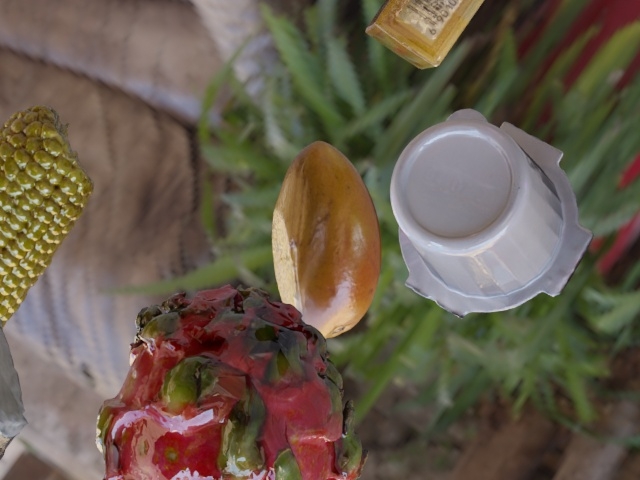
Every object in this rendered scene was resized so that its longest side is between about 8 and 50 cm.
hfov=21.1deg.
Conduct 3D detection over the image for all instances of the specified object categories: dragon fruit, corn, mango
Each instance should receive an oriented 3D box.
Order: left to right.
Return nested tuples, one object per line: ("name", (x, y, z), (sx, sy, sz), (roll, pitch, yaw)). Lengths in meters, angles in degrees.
("corn", (-0.362, 0.041, 1.718), (0.144, 0.387, 0.144), (41, -174, -5))
("dragon fruit", (-0.087, 0.194, 1.652), (0.231, 0.237, 0.303), (-7, 102, 28))
("mango", (0.006, -0.001, 1.874), (0.141, 0.102, 0.217), (-165, 71, -68))

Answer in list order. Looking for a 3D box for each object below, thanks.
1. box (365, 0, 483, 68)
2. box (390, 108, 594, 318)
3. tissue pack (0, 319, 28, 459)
("box", (0.152, -0.294, 1.642), (0.076, 0.274, 0.174), (34, -177, -5))
("box", (0.201, -0.069, 2.237), (0.262, 0.291, 0.206), (-12, 163, 13))
("tissue pack", (-0.442, 0.156, 1.252), (0.253, 0.416, 0.264), (24, -151, -42))
